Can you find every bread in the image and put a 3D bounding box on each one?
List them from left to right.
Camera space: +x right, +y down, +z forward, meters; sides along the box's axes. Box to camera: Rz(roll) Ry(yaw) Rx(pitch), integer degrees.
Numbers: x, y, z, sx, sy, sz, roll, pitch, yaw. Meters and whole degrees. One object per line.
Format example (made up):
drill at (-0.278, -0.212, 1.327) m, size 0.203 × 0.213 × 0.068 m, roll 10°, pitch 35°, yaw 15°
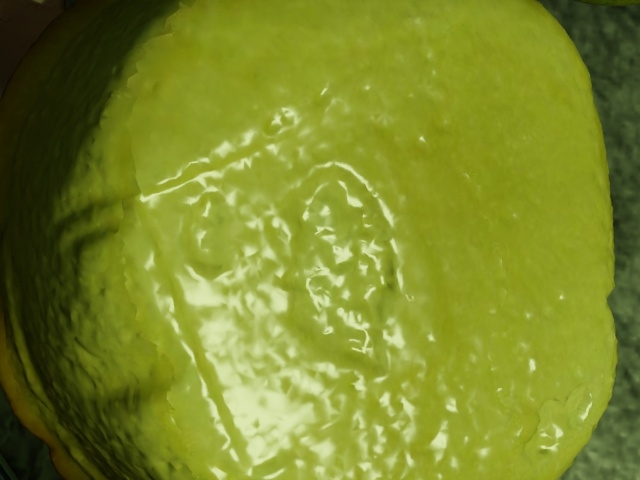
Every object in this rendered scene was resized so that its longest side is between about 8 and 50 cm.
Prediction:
bread at (0.000, 0.000, 0.560) m, size 0.270 × 0.148 × 0.270 m, roll 2°, pitch 86°, yaw -31°

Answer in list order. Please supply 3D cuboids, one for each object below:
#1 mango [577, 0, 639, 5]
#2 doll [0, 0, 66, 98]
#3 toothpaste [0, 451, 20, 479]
mango at (0.194, -0.208, 0.656) m, size 0.267 × 0.111 × 0.133 m, roll -37°, pitch 98°, yaw -11°
doll at (-0.173, -0.031, 0.608) m, size 0.262 × 0.093 × 0.211 m, roll -8°, pitch 85°, yaw -12°
toothpaste at (-0.158, 0.117, 0.611) m, size 0.060 × 0.038 × 0.233 m, roll -37°, pitch 79°, yaw -14°
